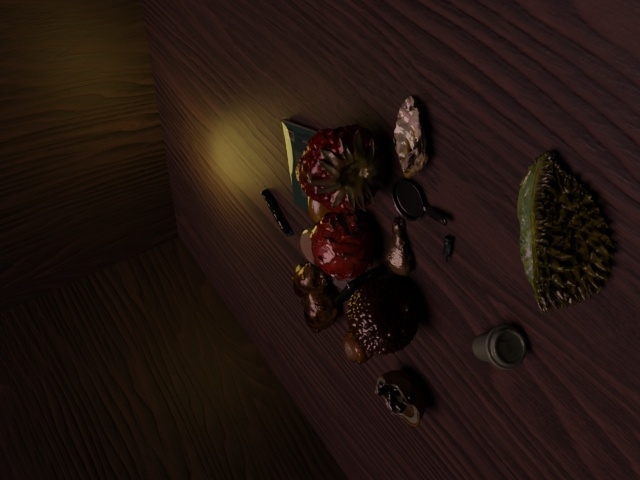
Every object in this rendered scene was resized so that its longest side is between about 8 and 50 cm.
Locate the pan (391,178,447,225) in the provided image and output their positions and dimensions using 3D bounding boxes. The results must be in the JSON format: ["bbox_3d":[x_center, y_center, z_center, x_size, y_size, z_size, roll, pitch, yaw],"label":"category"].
[{"bbox_3d":[0.296,-0.102,1.472,0.235,0.028,0.136,39,145,45],"label":"pan"}]

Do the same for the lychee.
[{"bbox_3d":[0.204,0.258,1.699,0.267,0.267,0.268,41,145,37],"label":"lychee"}]

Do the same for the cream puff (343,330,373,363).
[{"bbox_3d":[0.168,0.440,2.077,0.165,0.115,0.150,27,129,63],"label":"cream puff"}]

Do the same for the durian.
[{"bbox_3d":[0.531,-0.007,1.106,0.198,0.163,0.395,-70,-33,-73],"label":"durian"}]

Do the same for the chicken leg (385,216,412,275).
[{"bbox_3d":[0.253,0.020,1.618,0.084,0.068,0.198,19,123,52],"label":"chicken leg"}]

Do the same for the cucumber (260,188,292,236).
[{"bbox_3d":[-0.203,-0.125,2.315,0.257,0.043,0.044,60,158,6],"label":"cucumber"}]

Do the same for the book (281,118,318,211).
[{"bbox_3d":[-0.047,-0.265,1.928,0.264,0.031,0.380,33,140,45],"label":"book"}]

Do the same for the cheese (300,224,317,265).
[{"bbox_3d":[0.000,0.000,2.019,0.163,0.082,0.286,59,153,8],"label":"cheese"}]

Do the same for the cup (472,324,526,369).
[{"bbox_3d":[0.493,0.298,1.394,0.120,0.119,0.141,62,163,2],"label":"cup"}]

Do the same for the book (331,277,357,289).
[{"bbox_3d":[0.099,0.160,2.064,0.181,0.014,0.127,27,136,49],"label":"book"}]

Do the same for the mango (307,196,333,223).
[{"bbox_3d":[0.023,-0.158,1.810,0.136,0.099,0.228,17,124,5],"label":"mango"}]

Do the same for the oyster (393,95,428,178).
[{"bbox_3d":[0.256,-0.283,1.355,0.133,0.071,0.209,167,98,-69],"label":"oyster"}]

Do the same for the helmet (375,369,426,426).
[{"bbox_3d":[0.326,0.592,1.917,0.224,0.130,0.198,43,152,16],"label":"helmet"}]

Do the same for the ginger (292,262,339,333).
[{"bbox_3d":[-0.036,0.259,2.236,0.274,0.152,0.358,4,115,60],"label":"ginger"}]

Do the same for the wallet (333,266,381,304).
[{"bbox_3d":[0.132,0.173,1.846,0.044,0.148,0.250,60,161,13],"label":"wallet"}]

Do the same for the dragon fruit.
[{"bbox_3d":[0.081,0.015,1.742,0.240,0.241,0.252,20,156,53],"label":"dragon fruit"}]

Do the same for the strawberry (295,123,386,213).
[{"bbox_3d":[0.052,-0.244,1.574,0.343,0.291,0.293,-128,23,-61],"label":"strawberry"}]

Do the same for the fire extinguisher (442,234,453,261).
[{"bbox_3d":[0.372,0.022,1.454,0.038,0.025,0.083,-89,-4,-54],"label":"fire extinguisher"}]
